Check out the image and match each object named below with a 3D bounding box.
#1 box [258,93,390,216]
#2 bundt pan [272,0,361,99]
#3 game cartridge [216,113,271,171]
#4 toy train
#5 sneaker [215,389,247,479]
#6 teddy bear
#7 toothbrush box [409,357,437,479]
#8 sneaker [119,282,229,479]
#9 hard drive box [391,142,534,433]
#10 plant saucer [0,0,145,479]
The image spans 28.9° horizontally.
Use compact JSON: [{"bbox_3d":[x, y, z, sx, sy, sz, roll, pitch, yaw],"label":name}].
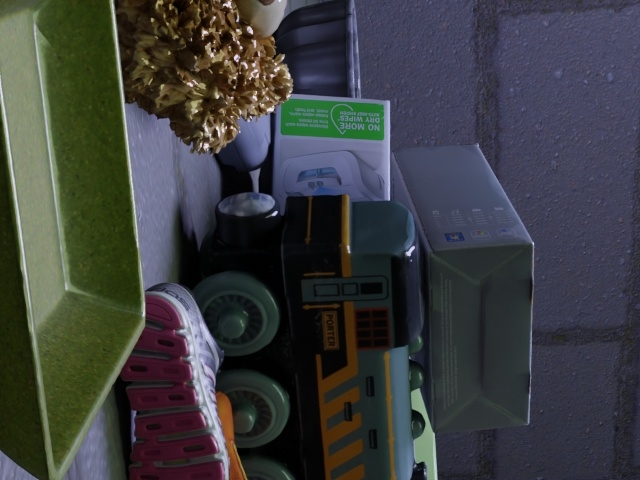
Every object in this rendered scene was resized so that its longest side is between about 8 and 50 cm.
[{"bbox_3d":[0.000,0.000,1.339,0.262,0.127,0.231,113,-20,-73],"label":"box"},{"bbox_3d":[-0.004,-0.192,1.818,0.331,0.124,0.330,-3,90,-85],"label":"bundt pan"},{"bbox_3d":[-0.083,-0.231,1.178,0.196,0.060,0.294,56,32,-76],"label":"game cartridge"},{"bbox_3d":[-0.005,0.112,1.052,0.142,0.190,0.333,-84,171,-64],"label":"toy train"},{"bbox_3d":[-0.072,0.192,0.927,0.064,0.067,0.175,80,7,-53],"label":"sneaker"},{"bbox_3d":[-0.073,-0.189,0.848,0.338,0.113,0.245,-72,157,-80],"label":"teddy bear"},{"bbox_3d":[0.042,0.265,1.559,0.122,0.206,0.283,82,6,-52],"label":"toothbrush box"},{"bbox_3d":[-0.087,0.100,0.775,0.075,0.063,0.170,-67,150,-68],"label":"sneaker"},{"bbox_3d":[0.124,0.036,1.136,0.232,0.089,0.181,-102,-172,-64],"label":"hard drive box"},{"bbox_3d":[-0.119,-0.022,0.512,0.188,0.045,0.188,-80,166,-74],"label":"plant saucer"}]
